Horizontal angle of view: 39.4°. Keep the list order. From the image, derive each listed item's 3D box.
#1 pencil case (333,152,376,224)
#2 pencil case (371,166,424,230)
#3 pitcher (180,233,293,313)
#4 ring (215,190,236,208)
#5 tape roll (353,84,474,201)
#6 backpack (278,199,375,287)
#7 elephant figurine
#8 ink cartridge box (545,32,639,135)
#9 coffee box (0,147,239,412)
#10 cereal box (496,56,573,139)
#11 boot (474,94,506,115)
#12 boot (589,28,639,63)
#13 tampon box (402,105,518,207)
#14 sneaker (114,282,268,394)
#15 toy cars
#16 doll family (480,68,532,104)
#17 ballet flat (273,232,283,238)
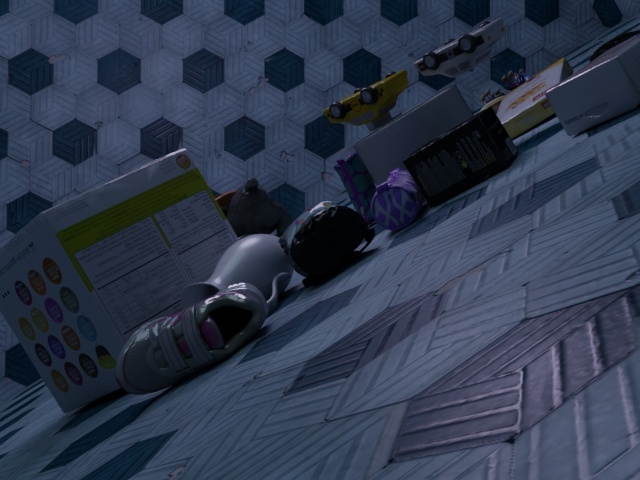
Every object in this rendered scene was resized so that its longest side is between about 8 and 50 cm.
[{"bbox_3d":[0.085,-0.108,1.898,0.064,0.151,0.070,-26,-1,34],"label":"pencil case"},{"bbox_3d":[0.140,-0.077,1.618,0.086,0.088,0.206,-35,2,14],"label":"pencil case"},{"bbox_3d":[-0.116,0.074,1.580,0.178,0.125,0.207,9,31,33],"label":"pitcher"},{"bbox_3d":[-0.261,0.024,2.186,0.336,0.032,0.336,-43,-30,-33],"label":"ring"},{"bbox_3d":[0.212,-0.187,1.833,0.246,0.169,0.246,-30,5,3],"label":"tape roll"},{"bbox_3d":[0.000,0.000,1.538,0.152,0.115,0.182,-34,2,-10],"label":"backpack"},{"bbox_3d":[-0.190,-0.005,2.068,0.239,0.186,0.169,-49,18,-7],"label":"elephant figurine"},{"bbox_3d":[0.477,-0.260,1.416,0.203,0.085,0.148,-34,5,-38],"label":"ink cartridge box"},{"bbox_3d":[-0.376,0.081,1.714,0.338,0.334,0.338,-33,3,-43],"label":"coffee box"},{"bbox_3d":[0.468,-0.308,1.970,0.173,0.047,0.240,-32,13,29],"label":"cereal box"},{"bbox_3d":[0.413,-0.285,2.174,0.213,0.077,0.165,-37,4,-5],"label":"boot"},{"bbox_3d":[0.650,-0.380,1.755,0.247,0.083,0.161,-24,-1,14],"label":"boot"},{"bbox_3d":[0.250,-0.149,1.589,0.161,0.101,0.120,-30,5,27],"label":"tampon box"},{"bbox_3d":[-0.187,0.140,1.310,0.252,0.103,0.111,-33,3,-13],"label":"sneaker"},{"bbox_3d":[0.194,-0.315,1.783,0.394,0.087,0.176,-27,10,7],"label":"toy cars"},{"bbox_3d":[0.516,-0.377,2.339,0.193,0.111,0.076,-43,-28,-4],"label":"doll family"},{"bbox_3d":[-0.069,0.005,2.181,0.087,0.083,0.247,-18,0,-28],"label":"ballet flat"}]
